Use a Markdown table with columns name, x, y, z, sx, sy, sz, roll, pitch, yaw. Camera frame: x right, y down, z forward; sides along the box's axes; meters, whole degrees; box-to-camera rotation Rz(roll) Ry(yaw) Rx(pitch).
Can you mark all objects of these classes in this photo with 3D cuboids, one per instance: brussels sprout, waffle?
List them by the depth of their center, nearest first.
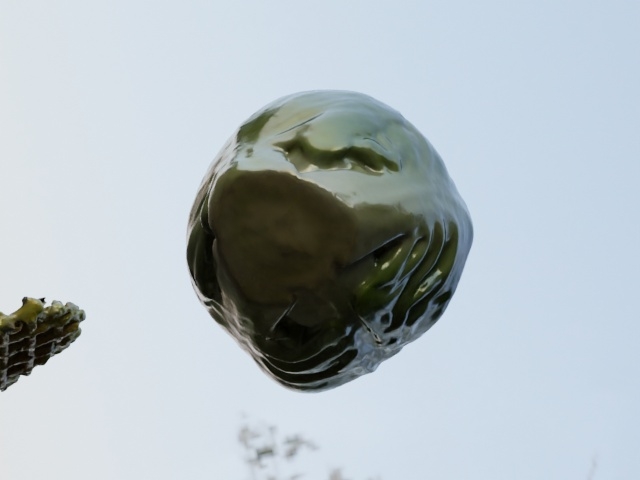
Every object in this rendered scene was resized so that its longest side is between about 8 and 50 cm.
| name | x | y | z | sx | sy | sz | roll | pitch | yaw |
| --- | --- | --- | --- | --- | --- | --- | --- | --- | --- |
| brussels sprout | 0.000 | -0.006 | 1.516 | 0.281 | 0.289 | 0.355 | 54 | 10 | 9 |
| waffle | -0.464 | 0.157 | 2.080 | 0.060 | 0.262 | 0.280 | 57 | 17 | 19 |
